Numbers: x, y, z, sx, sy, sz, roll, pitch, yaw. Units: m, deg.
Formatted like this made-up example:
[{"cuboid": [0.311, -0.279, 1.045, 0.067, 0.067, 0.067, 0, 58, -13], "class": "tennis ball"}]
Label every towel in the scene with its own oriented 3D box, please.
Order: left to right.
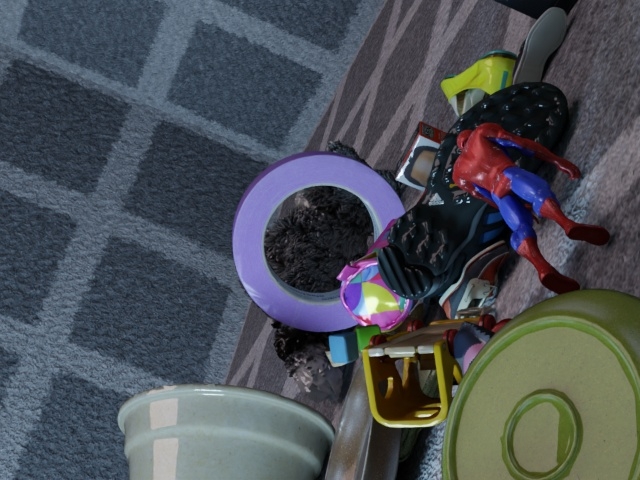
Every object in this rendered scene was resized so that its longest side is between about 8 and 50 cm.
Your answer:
[{"cuboid": [0.116, 0.196, 1.648, 0.110, 0.027, 0.148, -133, 66, -82], "class": "towel"}]

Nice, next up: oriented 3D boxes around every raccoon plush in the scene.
[{"cuboid": [0.049, 0.044, 2.265, 0.299, 0.216, 0.446, -50, 43, 18], "class": "raccoon plush"}]

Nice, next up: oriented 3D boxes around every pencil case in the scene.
[{"cuboid": [0.101, 0.034, 1.736, 0.104, 0.104, 0.236, -64, -9, 23], "class": "pencil case"}]

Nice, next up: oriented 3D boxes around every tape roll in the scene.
[{"cuboid": [0.000, 0.000, 2.070, 0.090, 0.275, 0.275, -118, 51, -82], "class": "tape roll"}]

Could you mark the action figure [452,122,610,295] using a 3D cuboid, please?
[{"cuboid": [0.230, -0.039, 1.379, 0.091, 0.139, 0.280, -61, 32, 20], "class": "action figure"}]

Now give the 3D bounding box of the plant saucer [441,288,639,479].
[{"cuboid": [0.170, 0.146, 0.963, 0.241, 0.037, 0.241, -25, 54, 40], "class": "plant saucer"}]

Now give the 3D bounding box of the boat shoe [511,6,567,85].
[{"cuboid": [0.281, -0.248, 1.722, 0.038, 0.046, 0.125, -93, 18, -62], "class": "boat shoe"}]

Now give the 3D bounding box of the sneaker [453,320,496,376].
[{"cuboid": [0.159, 0.158, 1.149, 0.131, 0.112, 0.319, -64, 7, 5], "class": "sneaker"}]

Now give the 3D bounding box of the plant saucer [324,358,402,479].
[{"cuboid": [0.047, 0.294, 1.618, 0.310, 0.050, 0.310, -167, 90, -86], "class": "plant saucer"}]

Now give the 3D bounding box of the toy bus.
[{"cuboid": [0.127, 0.140, 1.422, 0.191, 0.202, 0.104, -178, 80, -74], "class": "toy bus"}]

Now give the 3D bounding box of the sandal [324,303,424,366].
[{"cuboid": [0.093, 0.132, 1.778, 0.088, 0.079, 0.240, -21, 8, 39], "class": "sandal"}]

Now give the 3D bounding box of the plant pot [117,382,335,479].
[{"cuboid": [-0.152, 0.416, 1.952, 0.334, 0.334, 0.305, 125, 154, -57], "class": "plant pot"}]

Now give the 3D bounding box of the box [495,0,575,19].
[{"cuboid": [0.282, -0.418, 1.674, 0.261, 0.184, 0.103, 122, 170, -49], "class": "box"}]

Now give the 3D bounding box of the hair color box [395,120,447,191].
[{"cuboid": [0.171, -0.084, 1.641, 0.043, 0.141, 0.072, -80, 14, -59], "class": "hair color box"}]

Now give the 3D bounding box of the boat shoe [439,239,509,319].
[{"cuboid": [0.184, 0.051, 1.543, 0.043, 0.049, 0.137, 58, 139, 24], "class": "boat shoe"}]

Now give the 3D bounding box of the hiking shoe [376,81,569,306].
[{"cuboid": [0.186, -0.059, 1.578, 0.304, 0.113, 0.132, -50, -24, 11], "class": "hiking shoe"}]

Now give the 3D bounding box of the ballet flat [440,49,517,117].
[{"cuboid": [0.225, -0.213, 1.919, 0.231, 0.077, 0.077, 157, 119, -76], "class": "ballet flat"}]
